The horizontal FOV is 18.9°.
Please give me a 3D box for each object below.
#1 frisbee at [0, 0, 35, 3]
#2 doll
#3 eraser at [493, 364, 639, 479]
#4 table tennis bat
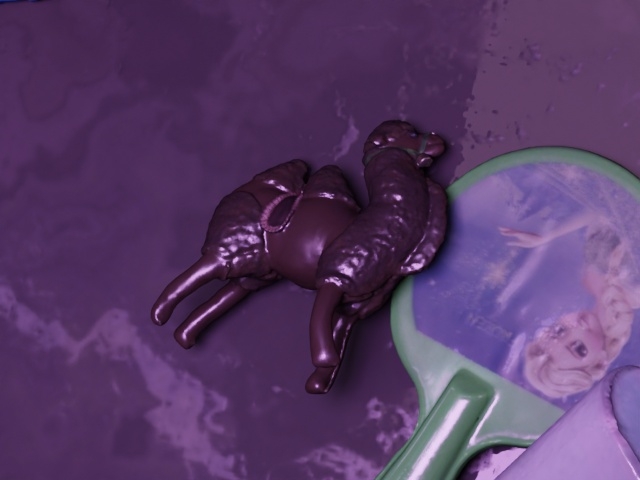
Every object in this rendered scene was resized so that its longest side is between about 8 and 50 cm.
[{"bbox_3d":[-0.190,-0.265,1.178,0.242,0.045,0.242,-3,80,17],"label":"frisbee"},{"bbox_3d":[0.000,0.000,1.062,0.139,0.057,0.165,18,71,33],"label":"doll"},{"bbox_3d":[0.123,0.193,0.932,0.174,0.081,0.227,56,129,20],"label":"eraser"},{"bbox_3d":[0.092,0.067,1.036,0.160,0.039,0.257,33,91,25],"label":"table tennis bat"}]
